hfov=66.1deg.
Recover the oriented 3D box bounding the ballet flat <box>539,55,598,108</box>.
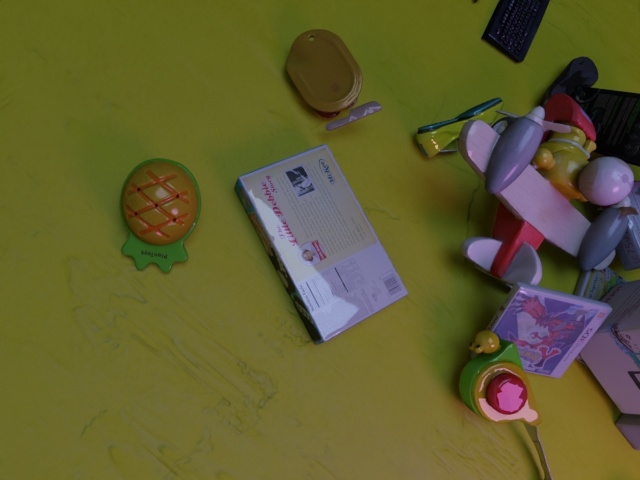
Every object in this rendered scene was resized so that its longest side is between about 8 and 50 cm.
[{"bbox_3d":[0.609,-0.378,1.211,0.084,0.058,0.250,49,61,-2],"label":"ballet flat"}]

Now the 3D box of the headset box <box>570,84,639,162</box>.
[{"bbox_3d":[0.704,-0.224,1.049,0.246,0.283,0.131,12,109,-17],"label":"headset box"}]

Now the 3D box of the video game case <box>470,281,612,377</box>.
[{"bbox_3d":[0.409,0.173,0.918,0.201,0.183,0.023,14,29,-13],"label":"video game case"}]

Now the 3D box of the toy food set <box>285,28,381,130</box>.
[{"bbox_3d":[0.018,-0.315,0.996,0.128,0.071,0.218,-29,81,1],"label":"toy food set"}]

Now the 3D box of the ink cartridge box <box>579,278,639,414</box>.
[{"bbox_3d":[0.660,0.185,0.902,0.198,0.270,0.197,-34,88,-23],"label":"ink cartridge box"}]

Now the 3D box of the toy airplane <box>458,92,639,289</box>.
[{"bbox_3d":[0.438,-0.079,0.936,0.386,0.272,0.385,-21,98,-35],"label":"toy airplane"}]

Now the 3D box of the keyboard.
[{"bbox_3d":[0.482,-0.611,1.250,0.201,0.033,0.317,31,66,-6],"label":"keyboard"}]

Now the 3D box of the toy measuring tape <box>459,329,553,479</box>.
[{"bbox_3d":[0.326,0.321,0.879,0.121,0.121,0.330,-19,94,-22],"label":"toy measuring tape"}]

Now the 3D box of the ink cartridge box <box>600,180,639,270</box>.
[{"bbox_3d":[0.781,-0.049,1.105,0.311,0.065,0.186,-10,77,-18],"label":"ink cartridge box"}]

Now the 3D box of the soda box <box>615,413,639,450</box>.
[{"bbox_3d":[0.672,0.349,0.912,0.074,0.216,0.069,-37,87,-24],"label":"soda box"}]

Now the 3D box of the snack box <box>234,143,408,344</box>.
[{"bbox_3d":[0.000,0.000,0.889,0.187,0.060,0.322,-25,82,-23],"label":"snack box"}]

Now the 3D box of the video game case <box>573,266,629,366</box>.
[{"bbox_3d":[0.624,0.182,1.054,0.206,0.026,0.227,34,67,-6],"label":"video game case"}]

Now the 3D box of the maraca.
[{"bbox_3d":[-0.262,-0.040,0.802,0.127,0.099,0.186,8,96,-7],"label":"maraca"}]

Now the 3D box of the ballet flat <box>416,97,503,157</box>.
[{"bbox_3d":[0.306,-0.239,1.064,0.231,0.077,0.077,-25,103,-20],"label":"ballet flat"}]
